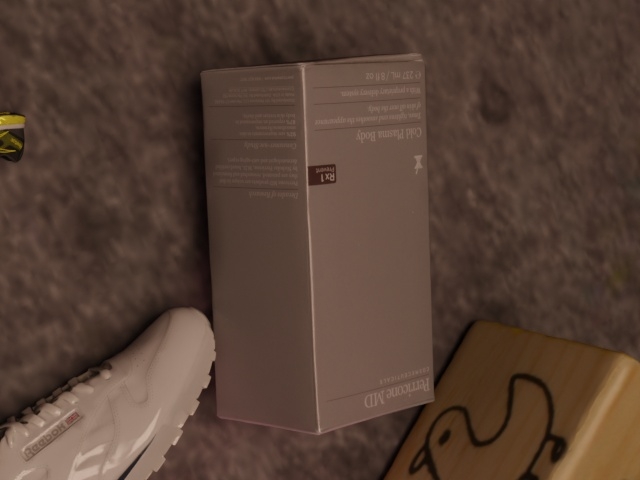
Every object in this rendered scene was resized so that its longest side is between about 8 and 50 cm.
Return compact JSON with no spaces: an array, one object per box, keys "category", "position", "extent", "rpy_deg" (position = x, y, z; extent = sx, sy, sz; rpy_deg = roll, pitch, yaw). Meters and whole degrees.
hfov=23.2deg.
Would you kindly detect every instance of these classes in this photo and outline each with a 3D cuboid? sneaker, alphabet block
[{"category":"sneaker","position":[-0.221,-0.059,0.967],"extent":[0.083,0.031,0.035],"rpy_deg":[-11,100,-26]},{"category":"sneaker","position":[-0.156,0.130,0.993],"extent":[0.095,0.090,0.235],"rpy_deg":[37,74,-9]},{"category":"alphabet block","position":[0.175,0.195,1.106],"extent":[0.193,0.192,0.197],"rpy_deg":[37,77,-27]}]

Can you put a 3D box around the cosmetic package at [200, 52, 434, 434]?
[{"category":"cosmetic package","position":[0.000,0.000,1.032],"extent":[0.127,0.107,0.238],"rpy_deg":[-12,99,-46]}]
